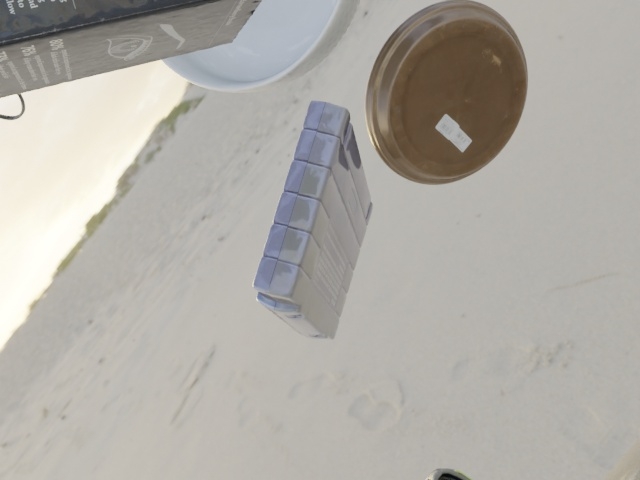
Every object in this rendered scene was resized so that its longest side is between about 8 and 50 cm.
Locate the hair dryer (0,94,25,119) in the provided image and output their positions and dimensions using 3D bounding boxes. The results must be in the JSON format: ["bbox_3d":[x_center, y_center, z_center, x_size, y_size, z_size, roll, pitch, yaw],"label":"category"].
[{"bbox_3d":[-0.493,-0.308,1.023,0.223,0.293,0.080,-43,42,5],"label":"hair dryer"}]

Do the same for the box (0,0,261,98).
[{"bbox_3d":[-0.154,-0.179,0.485,0.207,0.108,0.153,-19,6,-17],"label":"box"}]

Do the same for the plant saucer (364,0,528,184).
[{"bbox_3d":[0.197,-0.210,1.068,0.278,0.278,0.041,-52,33,4],"label":"plant saucer"}]

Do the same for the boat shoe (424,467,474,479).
[{"bbox_3d":[0.291,0.513,1.221,0.109,0.305,0.091,-38,-22,-13],"label":"boat shoe"}]

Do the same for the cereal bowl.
[{"bbox_3d":[-0.086,-0.365,0.964,0.339,0.339,0.141,-50,-13,20],"label":"cereal bowl"}]

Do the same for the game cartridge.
[{"bbox_3d":[0.000,0.000,0.927,0.355,0.068,0.230,62,-132,-73],"label":"game cartridge"}]

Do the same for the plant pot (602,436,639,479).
[{"bbox_3d":[0.286,0.293,0.568,0.274,0.256,0.256,-26,-1,-20],"label":"plant pot"}]
